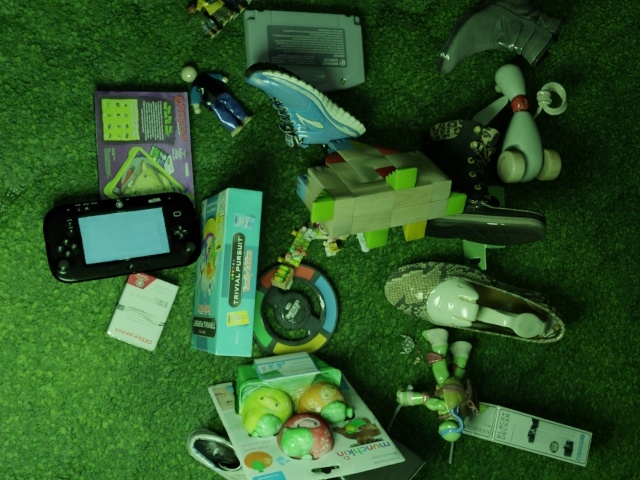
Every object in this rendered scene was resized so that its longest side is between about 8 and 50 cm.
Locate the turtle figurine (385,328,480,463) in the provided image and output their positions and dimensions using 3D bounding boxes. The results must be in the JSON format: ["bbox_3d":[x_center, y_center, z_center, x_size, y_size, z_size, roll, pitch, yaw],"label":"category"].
[{"bbox_3d":[0.274,0.370,1.984,0.198,0.274,0.266,12,60,-2],"label":"turtle figurine"}]

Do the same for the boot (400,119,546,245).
[{"bbox_3d":[0.378,-0.141,1.955,0.138,0.377,0.284,37,65,-47],"label":"boot"}]

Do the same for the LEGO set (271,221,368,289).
[{"bbox_3d":[0.000,0.000,1.885,0.287,0.107,0.132,-23,77,-28],"label":"LEGO set"}]

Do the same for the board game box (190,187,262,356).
[{"bbox_3d":[-0.206,0.071,1.741,0.079,0.254,0.336,6,84,-20],"label":"board game box"}]

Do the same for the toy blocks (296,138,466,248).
[{"bbox_3d":[0.102,-0.137,1.851,0.381,0.261,0.190,-11,128,-22],"label":"toy blocks"}]

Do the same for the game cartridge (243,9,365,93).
[{"bbox_3d":[-0.038,-0.448,1.954,0.294,0.060,0.196,-2,84,-21],"label":"game cartridge"}]

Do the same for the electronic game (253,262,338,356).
[{"bbox_3d":[-0.065,0.165,1.900,0.229,0.048,0.229,1,86,-21],"label":"electronic game"}]

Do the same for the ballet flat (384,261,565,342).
[{"bbox_3d":[0.401,0.163,2.002,0.483,0.182,0.164,14,104,-20],"label":"ballet flat"}]

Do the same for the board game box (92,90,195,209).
[{"bbox_3d":[-0.388,-0.156,1.800,0.208,0.056,0.346,-3,87,-17],"label":"board game box"}]

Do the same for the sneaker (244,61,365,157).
[{"bbox_3d":[-0.047,-0.288,1.875,0.330,0.130,0.147,32,98,-33],"label":"sneaker"}]

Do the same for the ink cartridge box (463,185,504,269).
[{"bbox_3d":[0.414,-0.028,2.068,0.062,0.109,0.209,1,86,-21],"label":"ink cartridge box"}]

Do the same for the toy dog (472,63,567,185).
[{"bbox_3d":[0.505,-0.275,2.125,0.220,0.161,0.333,20,64,-16],"label":"toy dog"}]

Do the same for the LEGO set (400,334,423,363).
[{"bbox_3d":[0.227,0.268,2.019,0.083,0.023,0.054,39,74,-14],"label":"LEGO set"}]

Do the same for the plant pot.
[{"bbox_3d":[0.098,0.514,1.878,0.167,0.188,0.187,46,72,1],"label":"plant pot"}]

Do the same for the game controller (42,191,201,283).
[{"bbox_3d":[-0.415,-0.008,1.720,0.319,0.067,0.166,-9,90,-22],"label":"game controller"}]

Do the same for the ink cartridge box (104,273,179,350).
[{"bbox_3d":[-0.389,0.151,1.766,0.109,0.063,0.150,24,78,-18],"label":"ink cartridge box"}]

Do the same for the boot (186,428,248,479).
[{"bbox_3d":[-0.174,0.492,1.764,0.258,0.123,0.095,26,79,-4],"label":"boot"}]

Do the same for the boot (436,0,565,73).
[{"bbox_3d":[0.467,-0.509,2.078,0.223,0.118,0.338,38,74,12],"label":"boot"}]

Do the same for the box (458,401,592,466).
[{"bbox_3d":[0.507,0.479,2.036,0.290,0.169,0.087,18,80,-18],"label":"box"}]

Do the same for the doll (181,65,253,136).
[{"bbox_3d":[-0.246,-0.326,1.863,0.189,0.046,0.129,46,57,-10],"label":"doll"}]

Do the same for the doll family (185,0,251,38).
[{"bbox_3d":[-0.231,-0.564,1.879,0.111,0.076,0.193,46,67,-8],"label":"doll family"}]

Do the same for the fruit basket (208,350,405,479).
[{"bbox_3d":[-0.039,0.378,1.730,0.327,0.353,0.165,-6,112,-21],"label":"fruit basket"}]
